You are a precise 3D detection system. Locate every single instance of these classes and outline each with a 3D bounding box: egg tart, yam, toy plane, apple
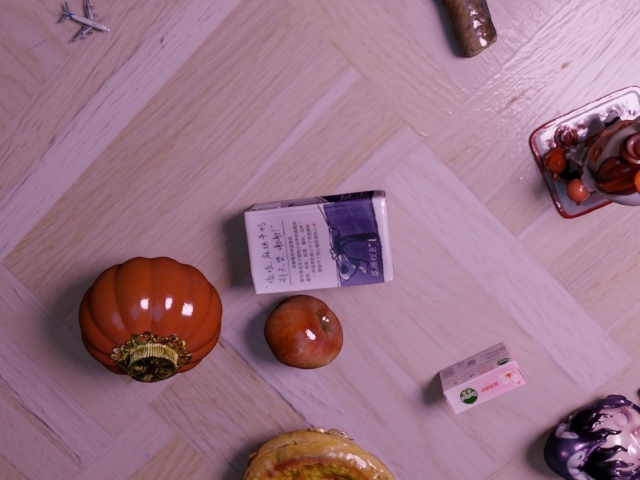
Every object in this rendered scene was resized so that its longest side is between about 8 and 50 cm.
[{"bbox_3d":[0.003,0.445,1.122,0.294,0.116,0.295,2,101,8],"label":"egg tart"},{"bbox_3d":[0.183,-0.403,0.965,0.061,0.061,0.274,-26,97,10],"label":"yam"},{"bbox_3d":[-0.372,-0.348,1.045,0.084,0.024,0.078,20,102,-5],"label":"toy plane"},{"bbox_3d":[-0.028,0.151,1.062,0.102,0.126,0.126,-38,96,27],"label":"apple"}]

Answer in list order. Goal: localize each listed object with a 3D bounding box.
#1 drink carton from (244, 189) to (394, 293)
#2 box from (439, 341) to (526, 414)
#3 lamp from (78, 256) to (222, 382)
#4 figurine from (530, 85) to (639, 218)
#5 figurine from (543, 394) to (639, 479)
[{"bbox_3d":[-0.001,0.001,1.041,0.222,0.102,0.134,-6,103,6],"label":"drink carton"},{"bbox_3d":[0.258,0.220,1.065,0.125,0.089,0.043,-27,98,11],"label":"box"},{"bbox_3d":[-0.265,0.123,1.042,0.223,0.196,0.223,-6,137,-6],"label":"lamp"},{"bbox_3d":[0.423,-0.110,0.913,0.183,0.226,0.160,-25,99,10],"label":"figurine"},{"bbox_3d":[0.468,0.319,1.056,0.222,0.145,0.145,-8,100,-4],"label":"figurine"}]
